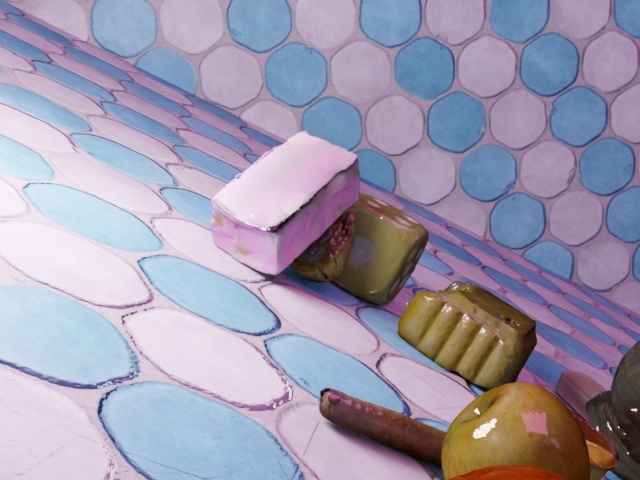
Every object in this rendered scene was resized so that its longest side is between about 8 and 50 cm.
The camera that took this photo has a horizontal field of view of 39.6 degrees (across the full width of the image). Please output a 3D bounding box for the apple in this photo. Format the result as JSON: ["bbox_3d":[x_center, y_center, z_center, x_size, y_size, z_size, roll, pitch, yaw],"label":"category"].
[{"bbox_3d":[0.231,0.260,1.050,0.155,0.182,0.182,50,14,2],"label":"apple"}]

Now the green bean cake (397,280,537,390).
[{"bbox_3d":[0.278,0.164,1.638,0.233,0.124,0.236,32,13,18],"label":"green bean cake"}]

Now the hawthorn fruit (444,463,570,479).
[{"bbox_3d":[0.097,0.274,0.622,0.242,0.242,0.272,16,-15,-43],"label":"hawthorn fruit"}]

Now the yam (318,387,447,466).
[{"bbox_3d":[0.114,0.248,1.127,0.264,0.046,0.046,24,13,-16],"label":"yam"}]

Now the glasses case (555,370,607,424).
[{"bbox_3d":[0.532,0.319,1.711,0.083,0.050,0.196,13,18,-24],"label":"glasses case"}]

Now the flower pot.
[{"bbox_3d":[0.610,0.306,1.488,0.302,0.213,0.302,20,31,-12],"label":"flower pot"}]

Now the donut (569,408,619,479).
[{"bbox_3d":[0.346,0.310,1.284,0.141,0.085,0.217,34,15,25],"label":"donut"}]

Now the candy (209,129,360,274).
[{"bbox_3d":[-0.058,-0.075,1.567,0.155,0.116,0.265,25,51,27],"label":"candy"}]

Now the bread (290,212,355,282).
[{"bbox_3d":[0.000,0.000,1.633,0.117,0.156,0.064,11,-25,18],"label":"bread"}]

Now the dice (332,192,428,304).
[{"bbox_3d":[0.103,0.016,1.752,0.166,0.169,0.169,32,14,15],"label":"dice"}]
